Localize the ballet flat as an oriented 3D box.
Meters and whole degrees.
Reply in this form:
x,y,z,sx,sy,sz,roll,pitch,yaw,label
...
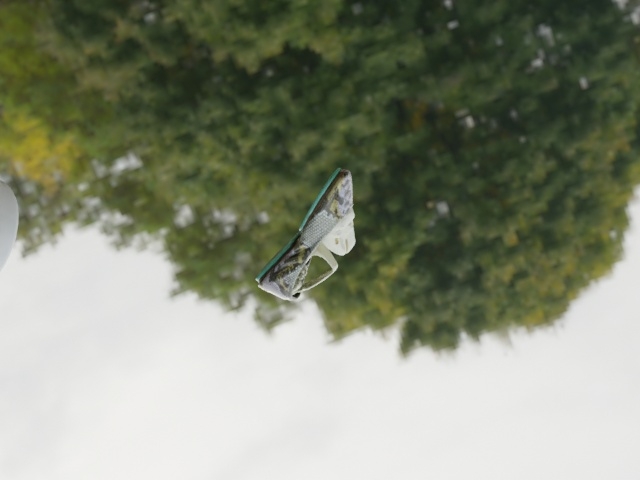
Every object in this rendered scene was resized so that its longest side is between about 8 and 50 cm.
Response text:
x,y,z,sx,sy,sz,roll,pitch,yaw,label
0.000,0.000,0.927,0.041,0.041,0.114,-42,171,-50,ballet flat

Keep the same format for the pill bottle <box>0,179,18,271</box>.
x,y,z,sx,sy,sz,roll,pitch,yaw,label
-0.254,-0.029,0.764,0.103,0.184,0.103,-19,-120,36,pill bottle
